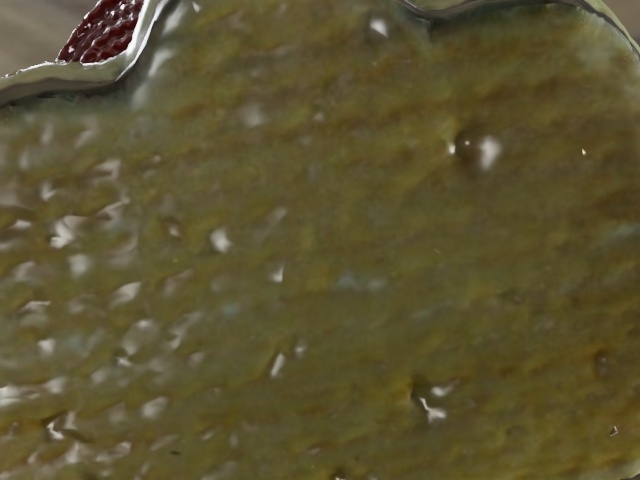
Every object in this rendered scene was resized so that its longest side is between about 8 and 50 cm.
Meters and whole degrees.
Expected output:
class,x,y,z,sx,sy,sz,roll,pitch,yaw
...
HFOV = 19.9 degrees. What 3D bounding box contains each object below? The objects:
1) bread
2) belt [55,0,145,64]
class,x,y,z,sx,sy,sz,roll,pitch,yaw
bread,0.000,0.000,0.579,0.287,0.207,0.056,-7,-161,-2
belt,-0.035,-0.039,0.785,0.124,0.128,0.201,25,176,-29
